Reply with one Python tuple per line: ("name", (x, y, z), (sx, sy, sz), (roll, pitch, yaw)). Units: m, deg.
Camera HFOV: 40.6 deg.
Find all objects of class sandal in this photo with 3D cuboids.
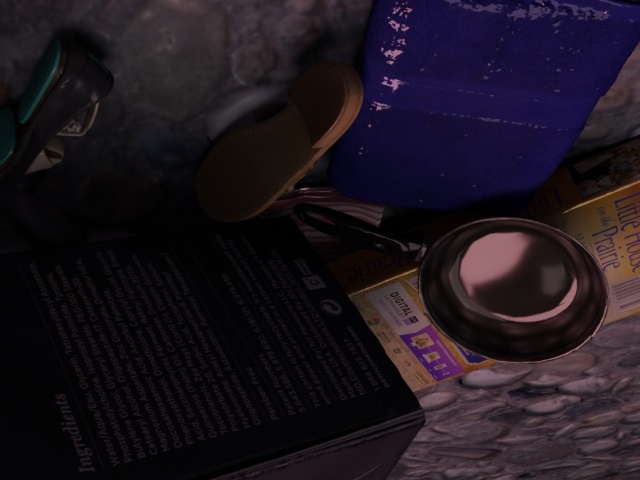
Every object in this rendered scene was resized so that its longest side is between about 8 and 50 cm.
("sandal", (-0.024, -0.086, 0.827), (0.079, 0.088, 0.240), (-7, 160, -43))

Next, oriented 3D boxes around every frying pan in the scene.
("frying pan", (0.140, 0.044, 0.932), (0.326, 0.053, 0.197), (6, 127, 16))

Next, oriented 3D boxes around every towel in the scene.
("towel", (0.000, 0.000, 1.016), (0.144, 0.029, 0.197), (-3, 148, -4))
("towel", (0.138, -0.140, 0.791), (0.228, 0.076, 0.308), (6, 146, -8))

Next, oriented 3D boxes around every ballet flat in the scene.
("ballet flat", (-0.251, -0.100, 0.776), (0.074, 0.074, 0.203), (22, 136, -37))

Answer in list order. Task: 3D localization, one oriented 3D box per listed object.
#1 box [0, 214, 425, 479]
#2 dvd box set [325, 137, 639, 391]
("box", (-0.230, 0.259, 0.888), (0.472, 0.297, 0.480), (-10, 140, -35))
("dvd box set", (0.224, 0.056, 1.076), (0.420, 0.062, 0.307), (-23, 143, 14))
